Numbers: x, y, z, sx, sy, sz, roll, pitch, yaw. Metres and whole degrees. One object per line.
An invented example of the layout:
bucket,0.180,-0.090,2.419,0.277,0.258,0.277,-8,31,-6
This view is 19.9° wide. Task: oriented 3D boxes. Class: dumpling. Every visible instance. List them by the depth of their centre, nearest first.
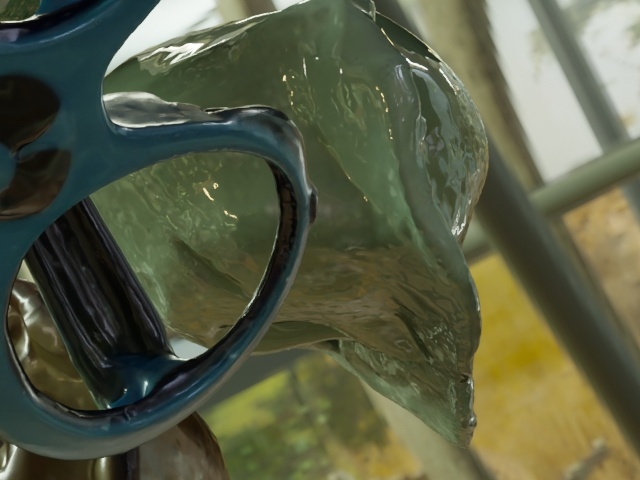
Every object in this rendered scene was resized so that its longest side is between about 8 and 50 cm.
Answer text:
dumpling,-0.005,-0.029,0.984,0.320,0.270,0.212,-30,-36,-81

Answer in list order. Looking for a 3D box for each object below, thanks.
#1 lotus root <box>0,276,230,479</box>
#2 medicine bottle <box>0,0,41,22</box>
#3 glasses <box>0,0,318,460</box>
lotus root,-0.118,0.130,0.786,0.188,0.199,0.180,-18,-18,22
medicine bottle,-0.206,-0.160,1.031,0.095,0.095,0.260,-26,-2,4
glasses,-0.058,-0.082,0.404,0.102,0.207,0.239,-6,-42,0
